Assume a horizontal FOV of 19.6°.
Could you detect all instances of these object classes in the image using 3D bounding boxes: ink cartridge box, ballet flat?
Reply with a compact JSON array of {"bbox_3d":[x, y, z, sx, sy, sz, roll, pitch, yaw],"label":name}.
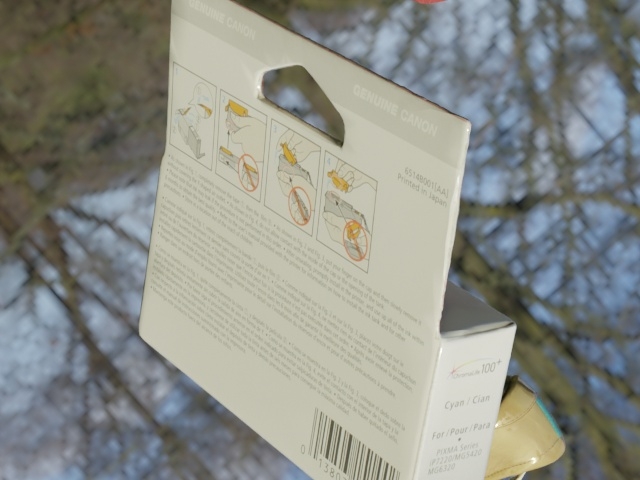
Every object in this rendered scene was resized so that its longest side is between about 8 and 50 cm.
[{"bbox_3d":[0.000,0.000,1.115,0.066,0.261,0.296,-9,-152,-36],"label":"ink cartridge box"},{"bbox_3d":[0.073,0.174,1.263,0.232,0.073,0.080,-40,-169,39],"label":"ballet flat"}]

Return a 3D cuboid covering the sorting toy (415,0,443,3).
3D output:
[{"bbox_3d":[0.117,-0.363,1.435,0.126,0.127,0.365,-65,173,-47],"label":"sorting toy"}]
